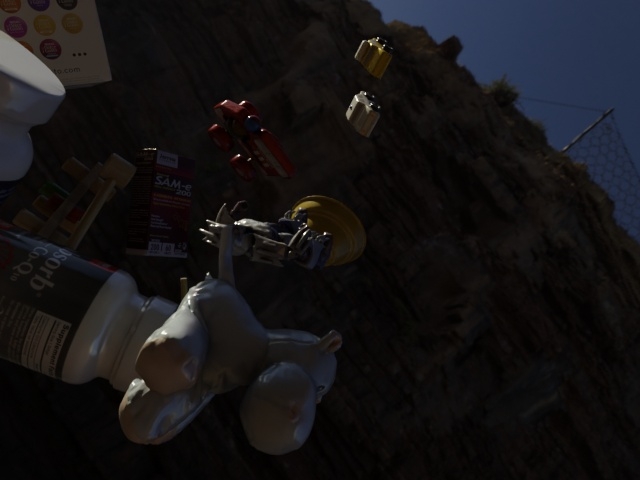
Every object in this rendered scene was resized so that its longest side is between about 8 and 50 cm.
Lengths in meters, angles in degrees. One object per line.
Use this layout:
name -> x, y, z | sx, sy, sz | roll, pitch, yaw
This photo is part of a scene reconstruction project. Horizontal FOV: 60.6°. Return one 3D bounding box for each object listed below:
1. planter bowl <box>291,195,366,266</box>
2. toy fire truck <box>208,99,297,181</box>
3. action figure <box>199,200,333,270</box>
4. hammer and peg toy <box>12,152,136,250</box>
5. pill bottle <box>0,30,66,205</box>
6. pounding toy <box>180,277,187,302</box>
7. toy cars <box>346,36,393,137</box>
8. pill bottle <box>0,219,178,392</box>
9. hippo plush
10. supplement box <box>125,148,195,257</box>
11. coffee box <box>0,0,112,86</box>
planter bowl -> 0.000, 0.000, 1.403 | 0.217, 0.090, 0.217 | 17, -47, 19
toy fire truck -> -0.217, -0.330, 1.789 | 0.302, 0.169, 0.254 | 54, -19, -23
action figure -> -0.084, -0.009, 0.947 | 0.185, 0.099, 0.285 | 29, 11, 24
hammer and peg toy -> -0.567, -0.057, 1.188 | 0.127, 0.266, 0.361 | 41, -49, -22
pill bottle -> -0.358, -0.067, 0.480 | 0.153, 0.264, 0.153 | 42, 10, -9
pounding toy -> -0.312, 0.209, 1.350 | 0.237, 0.110, 0.183 | 15, -66, 43
toy cars -> 0.137, -0.491, 1.700 | 0.087, 0.393, 0.176 | 19, -20, -18
pill bottle -> -0.447, 0.119, 0.936 | 0.363, 0.210, 0.210 | 23, -25, -7
hippo plush -> -0.108, 0.185, 0.759 | 0.237, 0.294, 0.234 | 25, -54, -2
supplement box -> -0.369, -0.082, 1.276 | 0.073, 0.130, 0.239 | 3, -92, 31
coffee box -> -0.804, -0.581, 1.497 | 0.338, 0.338, 0.334 | 23, -56, 59
